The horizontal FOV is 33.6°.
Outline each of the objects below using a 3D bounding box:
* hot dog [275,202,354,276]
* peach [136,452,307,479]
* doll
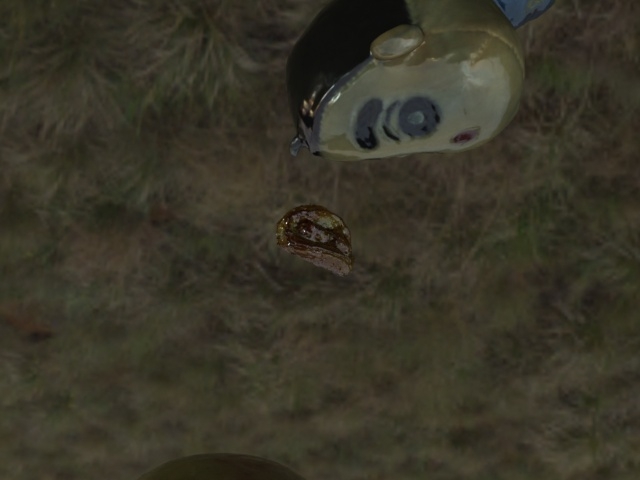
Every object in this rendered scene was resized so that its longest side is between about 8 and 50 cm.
[{"bbox_3d":[0.000,0.000,0.921,0.083,0.058,0.035,24,133,-40],"label":"hot dog"},{"bbox_3d":[-0.098,0.313,0.869,0.292,0.292,0.247,-23,102,49],"label":"peach"},{"bbox_3d":[0.061,-0.087,0.441,0.179,0.089,0.102,-34,154,-6],"label":"doll"}]
